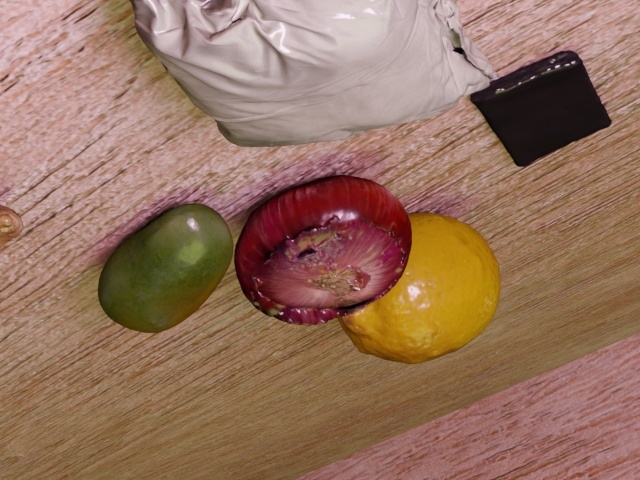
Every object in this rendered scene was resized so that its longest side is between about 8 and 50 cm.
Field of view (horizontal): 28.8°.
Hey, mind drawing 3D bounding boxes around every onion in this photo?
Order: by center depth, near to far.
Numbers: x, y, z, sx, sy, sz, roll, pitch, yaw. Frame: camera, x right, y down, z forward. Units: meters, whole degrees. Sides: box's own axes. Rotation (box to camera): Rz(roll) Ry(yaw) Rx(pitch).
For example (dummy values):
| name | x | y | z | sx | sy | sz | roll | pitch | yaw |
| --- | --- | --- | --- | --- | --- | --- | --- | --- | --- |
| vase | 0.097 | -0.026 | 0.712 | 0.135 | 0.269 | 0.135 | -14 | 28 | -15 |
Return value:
| name | x | y | z | sx | sy | sz | roll | pitch | yaw |
| --- | --- | --- | --- | --- | --- | --- | --- | --- | --- |
| onion | 0.000 | 0.006 | 1.667 | 0.248 | 0.161 | 0.248 | -23 | 156 | -11 |

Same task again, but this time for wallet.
| name | x | y | z | sx | sy | sz | roll | pitch | yaw |
| --- | --- | --- | --- | --- | --- | --- | --- | --- | --- |
| wallet | 0.292 | -0.169 | 1.631 | 0.146 | 0.030 | 0.285 | -20 | 160 | 16 |

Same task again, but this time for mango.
| name | x | y | z | sx | sy | sz | roll | pitch | yaw |
| --- | --- | --- | --- | --- | --- | --- | --- | --- | --- |
| mango | -0.200 | 0.031 | 1.643 | 0.156 | 0.114 | 0.251 | 8 | 138 | -33 |

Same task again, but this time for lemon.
| name | x | y | z | sx | sy | sz | roll | pitch | yaw |
| --- | --- | --- | --- | --- | --- | --- | --- | --- | --- |
| lemon | 0.144 | 0.072 | 1.881 | 0.288 | 0.233 | 0.233 | -19 | 165 | -33 |

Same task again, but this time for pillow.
| name | x | y | z | sx | sy | sz | roll | pitch | yaw |
| --- | --- | --- | --- | --- | --- | --- | --- | --- | --- |
| pillow | 0.000 | -0.183 | 1.115 | 0.284 | 0.138 | 0.310 | -8 | 159 | 14 |

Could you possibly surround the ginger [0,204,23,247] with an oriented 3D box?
| name | x | y | z | sx | sy | sz | roll | pitch | yaw |
| --- | --- | --- | --- | --- | --- | --- | --- | --- | --- |
| ginger | -0.436 | -0.014 | 1.354 | 0.213 | 0.074 | 0.137 | 6 | 151 | -38 |
